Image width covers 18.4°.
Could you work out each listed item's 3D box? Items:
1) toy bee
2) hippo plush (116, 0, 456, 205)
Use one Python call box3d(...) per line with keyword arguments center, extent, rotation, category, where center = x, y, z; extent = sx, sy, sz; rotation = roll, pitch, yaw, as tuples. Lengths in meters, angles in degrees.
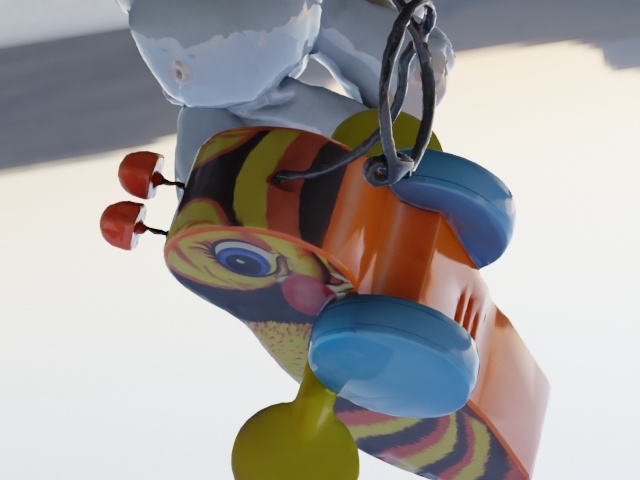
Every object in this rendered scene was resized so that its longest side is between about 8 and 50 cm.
box3d(center=(0.000, 0.000, 0.835), extent=(0.162, 0.298, 0.195), rotation=(5, -143, 21), category="toy bee")
box3d(center=(-0.041, -0.172, 1.317), extent=(0.234, 0.294, 0.236), rotation=(-25, 155, -3), category="hippo plush")
